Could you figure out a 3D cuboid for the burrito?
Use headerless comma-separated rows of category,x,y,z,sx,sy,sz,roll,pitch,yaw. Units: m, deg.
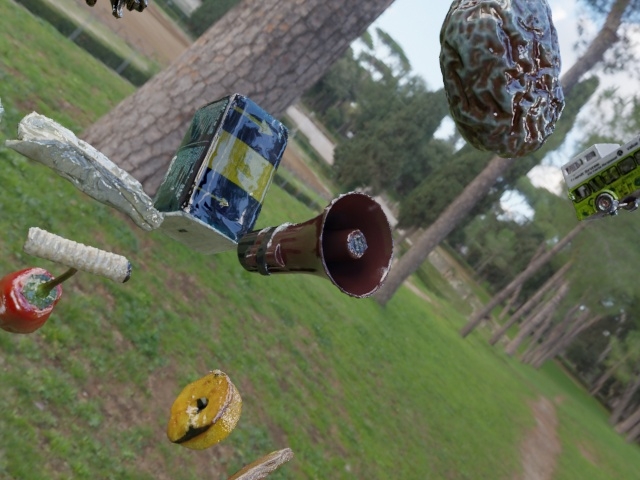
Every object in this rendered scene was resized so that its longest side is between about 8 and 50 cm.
burrito,-0.303,-0.088,0.920,0.229,0.058,0.063,36,12,-35

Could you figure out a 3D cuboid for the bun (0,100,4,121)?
bun,-0.916,-0.361,1.747,0.283,0.179,0.283,38,-15,12

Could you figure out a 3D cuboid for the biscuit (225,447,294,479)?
biscuit,-0.169,0.601,1.787,0.052,0.262,0.277,56,-26,13

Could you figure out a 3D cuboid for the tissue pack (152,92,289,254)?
tissue pack,-0.297,-0.193,2.022,0.253,0.417,0.264,33,-24,-34

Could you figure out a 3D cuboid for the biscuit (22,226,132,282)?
biscuit,-0.488,0.031,1.393,0.219,0.061,0.055,20,15,-30

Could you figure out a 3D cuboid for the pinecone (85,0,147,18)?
pinecone,-0.325,-0.472,1.028,0.257,0.244,0.243,30,9,-9

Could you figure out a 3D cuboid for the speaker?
speaker,-0.005,-0.016,1.396,0.329,0.259,0.198,3,-45,52

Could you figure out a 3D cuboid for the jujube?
jujube,0.327,-0.307,1.246,0.226,0.225,0.317,-125,-163,-56

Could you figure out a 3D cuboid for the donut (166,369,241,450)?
donut,-0.349,0.509,2.052,0.118,0.253,0.253,55,1,-33

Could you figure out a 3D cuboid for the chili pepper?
chili pepper,-0.649,0.127,1.525,0.131,0.135,0.338,15,-21,-31

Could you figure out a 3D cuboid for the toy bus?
toy bus,0.627,-0.152,1.348,0.113,0.301,0.139,-7,70,-36
